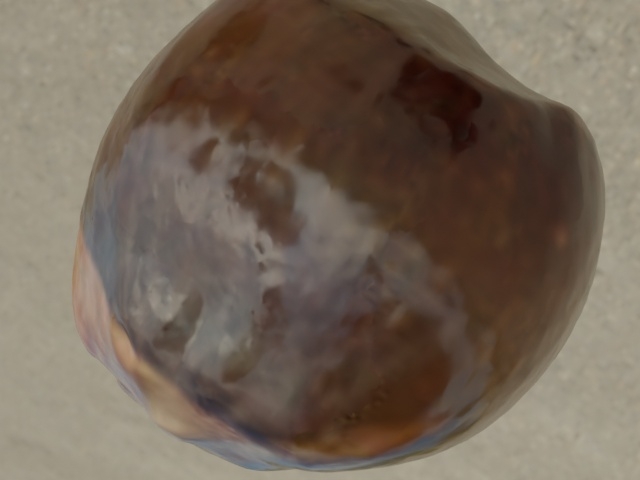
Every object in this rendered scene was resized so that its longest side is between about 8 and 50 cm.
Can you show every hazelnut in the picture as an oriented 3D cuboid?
[{"bbox_3d":[0.000,0.000,0.485,0.154,0.143,0.143,26,161,40],"label":"hazelnut"}]
